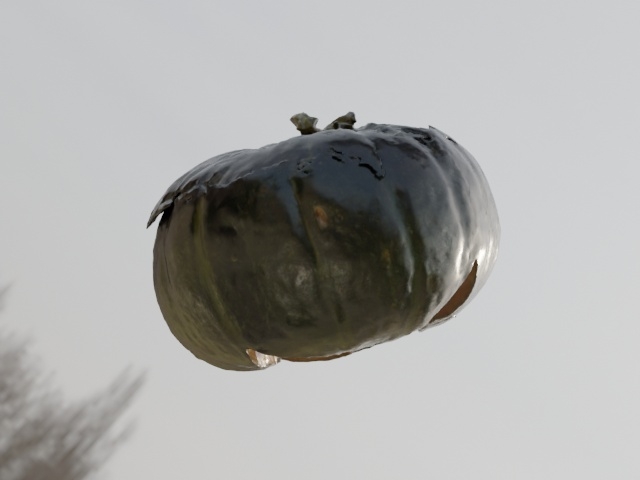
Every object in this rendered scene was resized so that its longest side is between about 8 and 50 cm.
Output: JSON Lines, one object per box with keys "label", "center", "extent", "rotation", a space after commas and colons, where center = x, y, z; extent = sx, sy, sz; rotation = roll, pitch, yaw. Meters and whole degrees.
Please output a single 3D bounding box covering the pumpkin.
{"label": "pumpkin", "center": [0.000, -0.003, 1.075], "extent": [0.238, 0.238, 0.159], "rotation": [153, -72, -71]}
